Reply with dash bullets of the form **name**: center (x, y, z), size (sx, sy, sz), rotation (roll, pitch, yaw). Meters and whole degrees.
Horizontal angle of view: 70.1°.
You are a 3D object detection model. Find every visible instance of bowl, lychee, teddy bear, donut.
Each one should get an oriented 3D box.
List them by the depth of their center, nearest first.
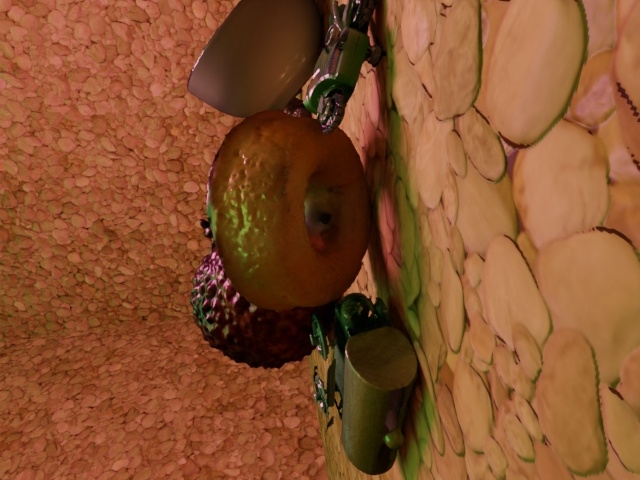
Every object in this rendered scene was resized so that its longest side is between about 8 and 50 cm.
- **donut**: center (-0.021, -0.042, 0.667), size (0.302, 0.110, 0.304), rotation (-5, -84, -55)
- **bowl**: center (-0.115, -0.409, 1.033), size (0.185, 0.354, 0.354), rotation (41, -176, -13)
- **lychee**: center (-0.170, 0.131, 1.290), size (0.500, 0.424, 0.425), rotation (56, -173, -27)
- **teddy bear**: center (-0.100, -0.405, 1.487), size (0.182, 0.129, 0.251), rotation (46, 155, -11)

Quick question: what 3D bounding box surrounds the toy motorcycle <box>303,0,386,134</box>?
- **toy motorcycle**: center (0.026, -0.230, 0.598), size (0.106, 0.074, 0.191), rotation (-159, 84, -69)

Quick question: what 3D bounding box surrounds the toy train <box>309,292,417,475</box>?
- **toy train**: center (0.054, 0.220, 0.673), size (0.190, 0.126, 0.308), rotation (-103, 10, -47)

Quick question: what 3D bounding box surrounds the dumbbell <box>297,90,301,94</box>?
- **dumbbell**: center (-0.169, -0.566, 1.508), size (0.144, 0.156, 0.316), rotation (-67, -13, 3)

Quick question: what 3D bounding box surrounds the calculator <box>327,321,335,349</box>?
- **calculator**: center (0.028, 0.268, 1.430), size (0.166, 0.024, 0.103), rotation (-110, 14, -56)
